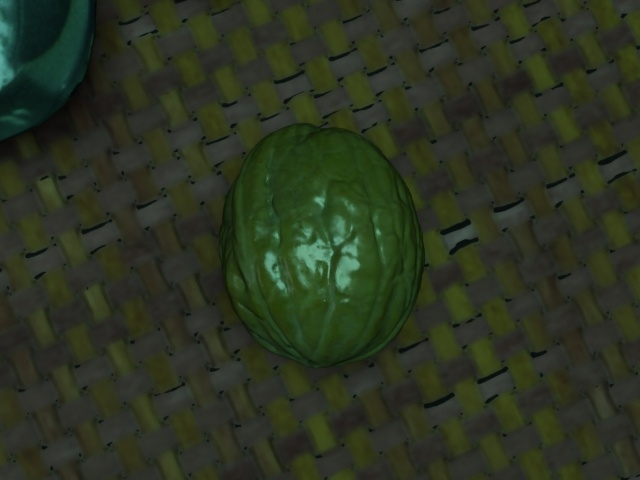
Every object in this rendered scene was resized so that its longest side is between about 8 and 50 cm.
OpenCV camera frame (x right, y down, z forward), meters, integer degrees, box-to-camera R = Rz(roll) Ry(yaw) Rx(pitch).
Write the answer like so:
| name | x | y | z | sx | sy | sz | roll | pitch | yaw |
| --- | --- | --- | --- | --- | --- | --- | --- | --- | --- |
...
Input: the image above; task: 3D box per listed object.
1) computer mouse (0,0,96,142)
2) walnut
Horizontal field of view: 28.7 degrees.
| name | x | y | z | sx | sy | sz | roll | pitch | yaw |
| --- | --- | --- | --- | --- | --- | --- | --- | --- | --- |
| computer mouse | -0.224 | -0.105 | 0.618 | 0.379 | 0.090 | 0.167 | -10 | 84 | -10 |
| walnut | 0.000 | 0.000 | 0.612 | 0.105 | 0.105 | 0.125 | 0 | 72 | -3 |
